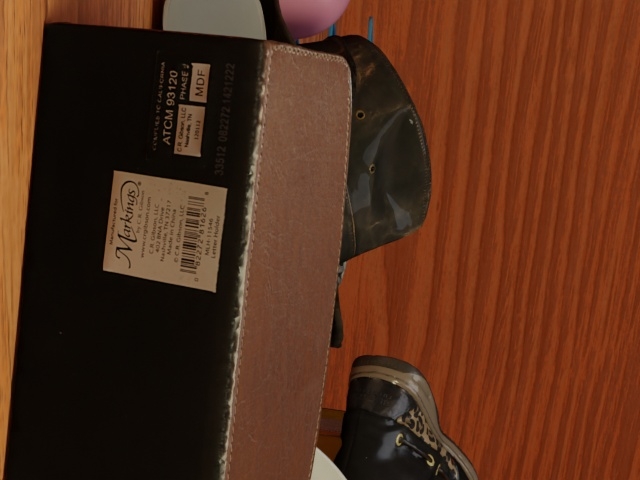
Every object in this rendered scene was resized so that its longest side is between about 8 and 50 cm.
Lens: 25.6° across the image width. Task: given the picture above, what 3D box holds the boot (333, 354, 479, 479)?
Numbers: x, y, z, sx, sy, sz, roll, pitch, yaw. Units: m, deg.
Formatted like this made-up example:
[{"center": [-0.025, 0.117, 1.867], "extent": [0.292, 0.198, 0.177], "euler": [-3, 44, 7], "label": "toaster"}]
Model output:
[{"center": [0.092, 0.365, 1.828], "extent": [0.377, 0.138, 0.284], "euler": [68, 34, -42], "label": "boot"}]

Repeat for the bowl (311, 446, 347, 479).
[{"center": [-0.090, 0.303, 1.150], "extent": [0.134, 0.298, 0.297], "euler": [-22, -132, 43], "label": "bowl"}]

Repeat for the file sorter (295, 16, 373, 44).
[{"center": [-0.029, -0.168, 1.427], "extent": [0.118, 0.170, 0.104], "euler": [82, 13, -74], "label": "file sorter"}]

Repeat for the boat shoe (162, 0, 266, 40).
[{"center": [-0.090, -0.072, 1.174], "extent": [0.105, 0.113, 0.306], "euler": [-136, -142, -78], "label": "boat shoe"}]

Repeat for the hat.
[{"center": [0.020, -0.077, 1.236], "extent": [0.331, 0.134, 0.331], "euler": [167, -90, -76], "label": "hat"}]

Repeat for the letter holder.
[{"center": [-0.064, 0.027, 0.893], "extent": [0.214, 0.152, 0.301], "euler": [-3, 100, -64], "label": "letter holder"}]

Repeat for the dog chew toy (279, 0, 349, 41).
[{"center": [-0.012, -0.330, 1.270], "extent": [0.206, 0.207, 0.331], "euler": [-78, 180, -55], "label": "dog chew toy"}]

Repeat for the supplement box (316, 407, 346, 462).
[{"center": [-0.030, 0.358, 2.094], "extent": [0.356, 0.194, 0.195], "euler": [29, 68, -85], "label": "supplement box"}]

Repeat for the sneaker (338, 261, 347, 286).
[{"center": [0.000, 0.000, 1.494], "extent": [0.215, 0.084, 0.083], "euler": [93, 10, -49], "label": "sneaker"}]
